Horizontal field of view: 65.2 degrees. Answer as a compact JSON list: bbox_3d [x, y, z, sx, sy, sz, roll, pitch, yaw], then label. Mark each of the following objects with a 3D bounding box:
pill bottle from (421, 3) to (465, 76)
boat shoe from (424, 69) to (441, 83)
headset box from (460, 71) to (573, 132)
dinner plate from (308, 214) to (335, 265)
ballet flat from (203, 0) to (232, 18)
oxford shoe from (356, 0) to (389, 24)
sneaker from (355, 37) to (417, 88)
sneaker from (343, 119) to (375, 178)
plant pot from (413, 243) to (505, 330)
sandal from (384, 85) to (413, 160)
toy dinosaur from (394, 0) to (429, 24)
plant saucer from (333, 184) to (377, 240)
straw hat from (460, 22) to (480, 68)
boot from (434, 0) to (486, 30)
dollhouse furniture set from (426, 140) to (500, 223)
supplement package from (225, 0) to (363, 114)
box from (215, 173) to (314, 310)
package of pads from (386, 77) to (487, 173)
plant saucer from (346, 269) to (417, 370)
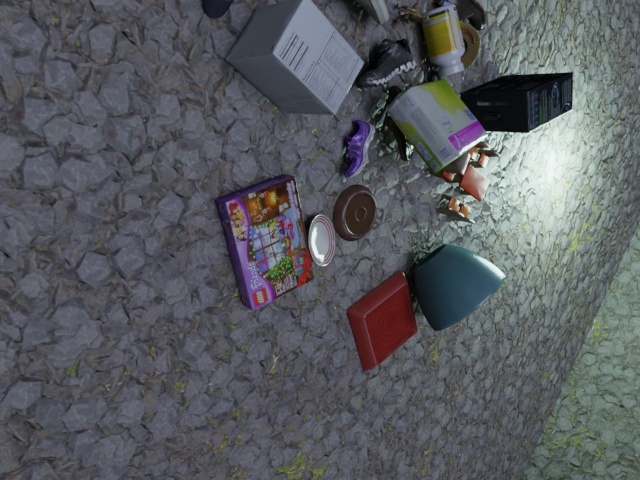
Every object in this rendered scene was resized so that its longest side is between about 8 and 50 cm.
[{"bbox_3d":[0.360,-0.576,1.452,0.103,0.103,0.184,-28,109,-31],"label":"pill bottle"},{"bbox_3d":[0.361,-0.468,1.543,0.046,0.038,0.125,-46,127,-21],"label":"boat shoe"},{"bbox_3d":[0.635,-0.451,1.637,0.283,0.246,0.131,-28,118,-32],"label":"headset box"},{"bbox_3d":[0.000,0.000,1.364,0.141,0.017,0.141,5,84,-60],"label":"dinner plate"},{"bbox_3d":[-0.187,-0.565,1.040,0.074,0.074,0.203,20,89,-41],"label":"ballet flat"},{"bbox_3d":[0.021,-0.662,1.158,0.130,0.169,0.449,-33,143,21],"label":"oxford shoe"},{"bbox_3d":[0.169,-0.485,1.357,0.234,0.078,0.106,-34,119,-32],"label":"sneaker"},{"bbox_3d":[0.090,-0.250,1.375,0.071,0.068,0.169,20,80,-26],"label":"sneaker"},{"bbox_3d":[0.419,0.127,1.635,0.290,0.290,0.195,-39,87,-26],"label":"plant pot"},{"bbox_3d":[0.220,-0.334,1.443,0.090,0.060,0.219,-19,100,-54],"label":"sandal"},{"bbox_3d":[0.255,-0.624,1.385,0.093,0.183,0.053,3,130,-2],"label":"toy dinosaur"},{"bbox_3d":[0.109,-0.077,1.449,0.169,0.029,0.168,-12,108,-38],"label":"plant saucer"},{"bbox_3d":[0.416,-0.587,1.536,0.061,0.145,0.144,-49,146,-77],"label":"straw hat"},{"bbox_3d":[0.425,-0.697,1.526,0.106,0.082,0.219,-46,134,7],"label":"boot"},{"bbox_3d":[0.481,-0.209,1.651,0.259,0.135,0.261,23,87,-41],"label":"dollhouse furniture set"},{"bbox_3d":[-0.057,-0.399,1.111,0.203,0.194,0.149,35,78,-41],"label":"supplement package"},{"bbox_3d":[-0.130,0.004,1.253,0.201,0.057,0.293,-26,118,-32],"label":"box"},{"bbox_3d":[0.332,-0.334,1.401,0.229,0.101,0.297,53,39,2],"label":"package of pads"},{"bbox_3d":[0.218,0.266,1.624,0.259,0.048,0.258,-32,122,-29],"label":"plant saucer"}]
